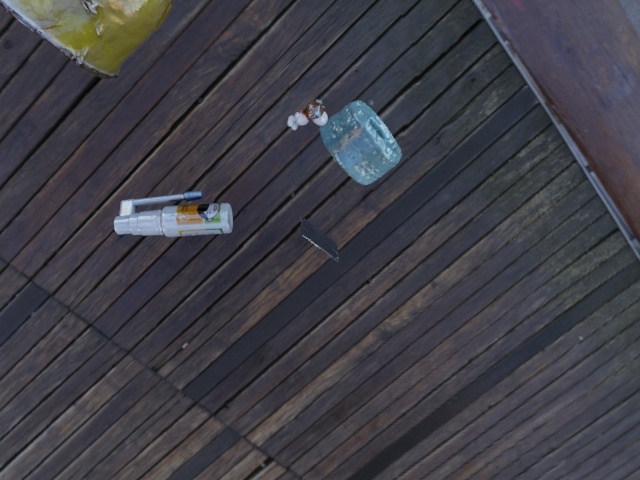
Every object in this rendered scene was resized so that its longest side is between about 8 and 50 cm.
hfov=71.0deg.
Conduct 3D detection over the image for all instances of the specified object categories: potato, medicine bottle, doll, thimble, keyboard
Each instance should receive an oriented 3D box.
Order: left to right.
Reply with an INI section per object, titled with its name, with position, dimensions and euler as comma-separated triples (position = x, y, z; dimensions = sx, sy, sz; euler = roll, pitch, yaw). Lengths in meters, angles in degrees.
[potato]
position = -0.403, -0.492, 0.801
dimensions = 0.296, 0.397, 0.290
euler = -45, 140, 7
[medicine bottle]
position = -0.287, -0.051, 0.884
dimensions = 0.221, 0.092, 0.061
euler = -4, 155, -2
[doll]
position = -0.025, -0.239, 0.858
dimensions = 0.085, 0.058, 0.040
euler = 5, 68, 23
[keyboard]
position = 0.000, 0.000, 1.224
dimensions = 0.010, 0.063, 0.198
euler = -19, 148, 24
[thimble]
position = 0.120, -0.271, 1.262
dimensions = 0.143, 0.198, 0.235
euler = -33, 126, 24
